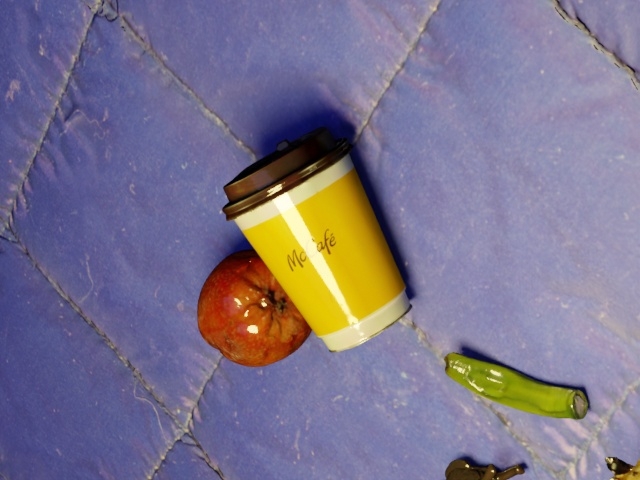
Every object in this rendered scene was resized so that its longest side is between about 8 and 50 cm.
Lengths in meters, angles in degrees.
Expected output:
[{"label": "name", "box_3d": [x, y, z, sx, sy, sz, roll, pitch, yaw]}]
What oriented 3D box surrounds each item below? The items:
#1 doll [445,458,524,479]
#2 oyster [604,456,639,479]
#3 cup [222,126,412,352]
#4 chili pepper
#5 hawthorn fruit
[{"label": "doll", "box_3d": [0.225, 0.359, 1.984, 0.165, 0.057, 0.139, -25, 92, 53]}, {"label": "oyster", "box_3d": [0.488, 0.373, 1.735, 0.221, 0.096, 0.361, -12, 99, 38]}, {"label": "cup", "box_3d": [0.000, 0.000, 1.952, 0.196, 0.196, 0.280, -22, 99, 44]}, {"label": "chili pepper", "box_3d": [0.253, 0.193, 1.894, 0.201, 0.050, 0.052, 16, 101, 33]}, {"label": "hawthorn fruit", "box_3d": [-0.091, 0.100, 2.095, 0.173, 0.173, 0.179, 40, 155, 22]}]
